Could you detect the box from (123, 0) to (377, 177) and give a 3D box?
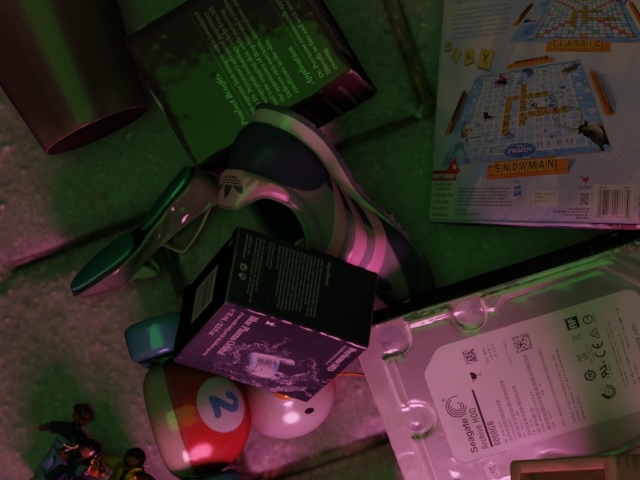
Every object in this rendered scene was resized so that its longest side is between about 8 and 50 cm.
[{"bbox_3d":[-0.073,-0.192,1.860,0.203,0.167,0.168,-30,82,8],"label":"box"}]

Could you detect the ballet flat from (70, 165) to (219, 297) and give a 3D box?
[{"bbox_3d":[-0.194,0.006,1.928,0.213,0.072,0.068,-44,111,9],"label":"ballet flat"}]

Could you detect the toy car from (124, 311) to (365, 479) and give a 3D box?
[{"bbox_3d":[-0.067,0.169,1.839,0.238,0.210,0.219,-17,84,-3],"label":"toy car"}]

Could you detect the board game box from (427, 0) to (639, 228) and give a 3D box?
[{"bbox_3d":[0.248,-0.171,1.756,0.319,0.066,0.318,3,89,52],"label":"board game box"}]

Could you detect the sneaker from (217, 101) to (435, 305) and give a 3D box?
[{"bbox_3d":[0.000,0.000,1.788,0.112,0.319,0.131,5,56,49],"label":"sneaker"}]

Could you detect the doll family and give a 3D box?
[{"bbox_3d":[-0.255,0.265,1.925,0.193,0.076,0.111,28,98,13],"label":"doll family"}]

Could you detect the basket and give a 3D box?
[{"bbox_3d":[-0.300,-0.226,1.917,0.204,0.154,0.227,-27,87,10],"label":"basket"}]

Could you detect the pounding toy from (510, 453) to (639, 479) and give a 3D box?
[{"bbox_3d":[0.241,0.311,1.692,0.206,0.094,0.181,-11,77,43],"label":"pounding toy"}]

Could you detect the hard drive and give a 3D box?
[{"bbox_3d":[0.227,0.143,1.808,0.339,0.064,0.237,-17,104,10],"label":"hard drive"}]

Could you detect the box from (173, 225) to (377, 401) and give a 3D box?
[{"bbox_3d":[-0.047,0.079,1.720,0.158,0.156,0.093,18,57,-17],"label":"box"}]
